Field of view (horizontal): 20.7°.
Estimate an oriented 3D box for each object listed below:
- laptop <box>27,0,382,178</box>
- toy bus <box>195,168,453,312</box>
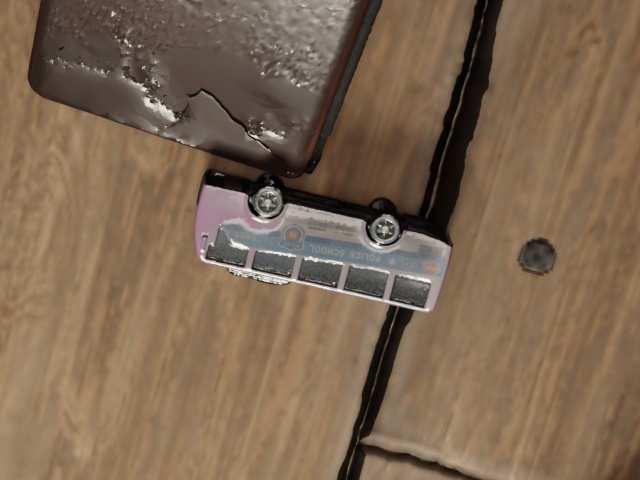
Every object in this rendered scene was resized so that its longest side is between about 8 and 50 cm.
[{"bbox_3d":[-0.048,-0.123,0.806,0.154,0.026,0.207,17,137,-4],"label":"laptop"},{"bbox_3d":[0.000,0.000,0.884,0.130,0.037,0.052,13,106,-5],"label":"toy bus"}]
